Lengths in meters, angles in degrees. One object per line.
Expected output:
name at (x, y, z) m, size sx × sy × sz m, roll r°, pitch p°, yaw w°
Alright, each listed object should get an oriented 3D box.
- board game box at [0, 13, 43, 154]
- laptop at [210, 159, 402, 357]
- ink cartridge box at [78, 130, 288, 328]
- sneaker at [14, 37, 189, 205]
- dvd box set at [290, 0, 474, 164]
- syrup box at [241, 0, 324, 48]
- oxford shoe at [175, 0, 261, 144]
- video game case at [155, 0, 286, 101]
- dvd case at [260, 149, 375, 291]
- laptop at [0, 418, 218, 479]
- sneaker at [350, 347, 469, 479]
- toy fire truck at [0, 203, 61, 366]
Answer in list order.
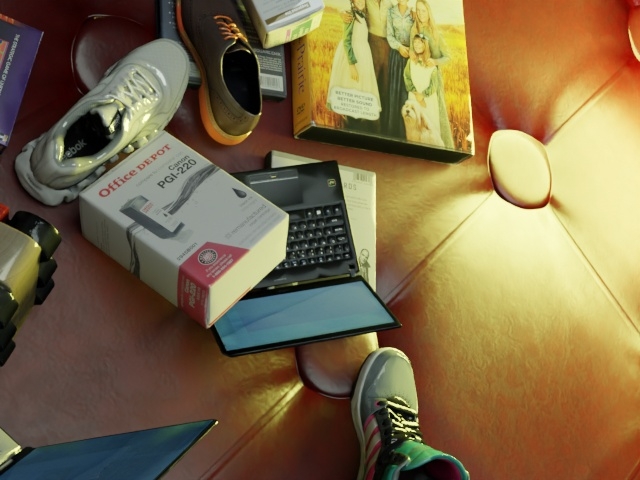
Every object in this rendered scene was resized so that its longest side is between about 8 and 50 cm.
board game box at (-0.437, -0.208, 1.260) m, size 0.141 × 0.048 × 0.170 m, roll 20°, pitch 66°, yaw -23°
laptop at (-0.047, 0.014, 1.338) m, size 0.234 × 0.136 × 0.265 m, roll -8°, pitch 79°, yaw -16°
ink cartridge box at (-0.171, -0.019, 1.278) m, size 0.217 × 0.092 × 0.158 m, roll 33°, pitch 54°, yaw 20°
sneaker at (-0.259, -0.164, 1.305) m, size 0.110 × 0.118 × 0.292 m, roll 44°, pitch 60°, yaw -10°
dvd box set at (0.095, -0.343, 1.610) m, size 0.307 × 0.062 × 0.421 m, roll 8°, pitch 72°, yaw -29°
syrup box at (-0.085, -0.406, 1.455) m, size 0.096 × 0.093 × 0.237 m, roll -25°, pitch 88°, yaw -6°
oxford shoe at (-0.128, -0.275, 1.404) m, size 0.096 × 0.098 × 0.272 m, roll -11°, pitch 81°, yaw -33°
video game case at (-0.147, -0.346, 1.489) m, size 0.196 × 0.026 × 0.274 m, roll 4°, pitch 72°, yaw -30°
dvd case at (0.000, 0.000, 1.468) m, size 0.179 × 0.029 × 0.239 m, roll 11°, pitch 70°, yaw -28°
laptop at (-0.384, 0.182, 0.915) m, size 0.408 × 0.236 × 0.382 m, roll 41°, pitch 27°, yaw 6°
sneaker at (0.117, 0.277, 1.363) m, size 0.123 × 0.178 × 0.296 m, roll 14°, pitch 68°, yaw -27°
toy fire truck at (-0.418, -0.004, 1.123) m, size 0.246 × 0.217 × 0.159 m, roll 28°, pitch 62°, yaw -4°
